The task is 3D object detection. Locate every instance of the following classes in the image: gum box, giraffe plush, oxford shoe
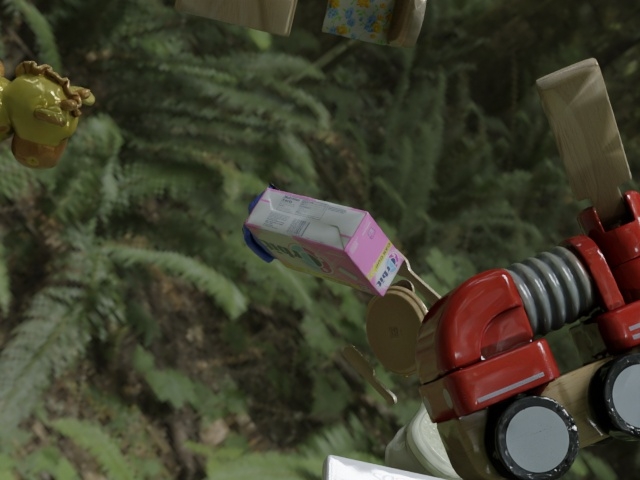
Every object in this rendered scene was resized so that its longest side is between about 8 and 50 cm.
[{"bbox_3d":[0.000,0.000,1.588,0.188,0.062,0.107,16,-24,41],"label":"gum box"},{"bbox_3d":[-0.351,-0.146,1.401,0.210,0.170,0.181,100,1,-49],"label":"giraffe plush"},{"bbox_3d":[0.215,0.355,2.178,0.169,0.130,0.449,42,17,10],"label":"oxford shoe"}]

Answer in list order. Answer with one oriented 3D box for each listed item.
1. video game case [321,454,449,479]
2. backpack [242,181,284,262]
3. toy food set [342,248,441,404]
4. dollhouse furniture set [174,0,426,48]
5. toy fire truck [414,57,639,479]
[{"bbox_3d":[0.068,0.253,0.975,0.143,0.019,0.157,14,46,-12],"label":"video game case"},{"bbox_3d":[-0.068,-0.015,1.939,0.098,0.101,0.120,39,8,-19],"label":"backpack"},{"bbox_3d":[0.110,0.119,1.680,0.038,0.192,0.132,-9,45,-42],"label":"toy food set"},{"bbox_3d":[-0.041,-0.400,1.169,0.362,0.394,0.256,12,9,-9],"label":"dollhouse furniture set"},{"bbox_3d":[0.164,0.025,0.854,0.158,0.217,0.246,124,-54,-76],"label":"toy fire truck"}]
